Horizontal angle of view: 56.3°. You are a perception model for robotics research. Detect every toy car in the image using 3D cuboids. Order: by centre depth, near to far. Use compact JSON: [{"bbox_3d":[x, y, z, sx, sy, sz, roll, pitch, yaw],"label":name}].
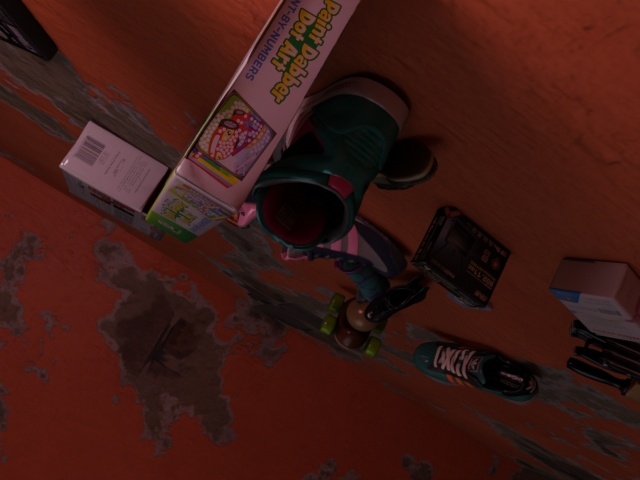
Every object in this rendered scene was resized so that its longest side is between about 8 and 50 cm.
[{"bbox_3d":[0.109,0.174,1.485,0.155,0.149,0.188,26,136,-3],"label":"toy car"}]

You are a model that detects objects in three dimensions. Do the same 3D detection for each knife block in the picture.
[{"bbox_3d":[0.498,0.200,0.855,0.275,0.088,0.242,35,165,-20],"label":"knife block"}]

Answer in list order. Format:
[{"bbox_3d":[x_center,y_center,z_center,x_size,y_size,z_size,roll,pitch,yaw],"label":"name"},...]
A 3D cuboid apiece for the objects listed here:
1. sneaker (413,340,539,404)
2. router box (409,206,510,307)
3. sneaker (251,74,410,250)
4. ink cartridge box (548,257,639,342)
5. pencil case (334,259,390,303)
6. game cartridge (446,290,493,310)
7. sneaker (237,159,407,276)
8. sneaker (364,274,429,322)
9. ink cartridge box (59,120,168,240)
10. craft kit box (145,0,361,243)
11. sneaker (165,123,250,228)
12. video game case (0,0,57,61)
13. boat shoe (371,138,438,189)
[{"bbox_3d":[0.354,0.291,1.396,0.302,0.108,0.121,11,157,28],"label":"sneaker"},{"bbox_3d":[0.195,0.024,0.829,0.122,0.092,0.038,34,164,-19],"label":"router box"},{"bbox_3d":[-0.018,-0.075,0.733,0.123,0.178,0.295,34,164,-17],"label":"sneaker"},{"bbox_3d":[0.368,0.077,0.765,0.122,0.052,0.088,40,162,-30],"label":"ink cartridge box"},{"bbox_3d":[0.089,0.073,1.230,0.070,0.065,0.152,-11,146,22],"label":"pencil case"},{"bbox_3d":[0.273,0.109,1.111,0.056,0.017,0.083,39,162,-20],"label":"game cartridge"},{"bbox_3d":[0.000,0.000,1.032,0.319,0.131,0.112,33,164,-12],"label":"sneaker"},{"bbox_3d":[0.145,0.117,1.184,0.170,0.051,0.089,-28,162,24],"label":"sneaker"},{"bbox_3d":[-0.479,-0.131,1.486,0.271,0.130,0.309,32,165,-14],"label":"ink cartridge box"},{"bbox_3d":[-0.062,-0.123,0.531,0.061,0.247,0.250,35,165,-14],"label":"craft kit box"},{"bbox_3d":[-0.170,-0.105,1.070,0.180,0.125,0.321,29,176,-16],"label":"sneaker"},{"bbox_3d":[-0.581,-0.417,0.936,0.248,0.035,0.275,25,165,14],"label":"video game case"},{"bbox_3d":[0.099,-0.088,0.731,0.049,0.056,0.152,31,175,-25],"label":"boat shoe"}]
